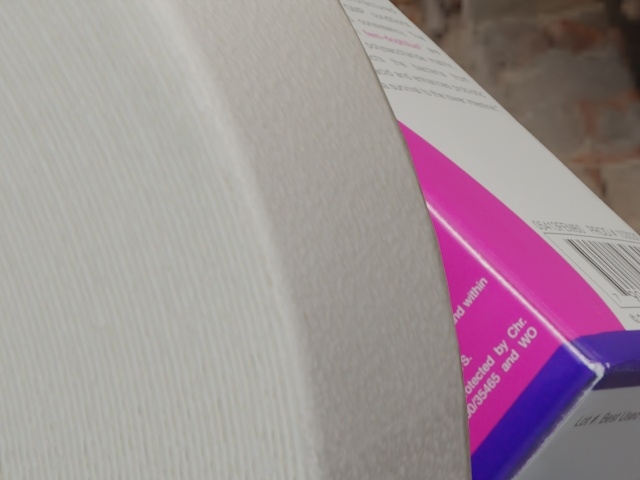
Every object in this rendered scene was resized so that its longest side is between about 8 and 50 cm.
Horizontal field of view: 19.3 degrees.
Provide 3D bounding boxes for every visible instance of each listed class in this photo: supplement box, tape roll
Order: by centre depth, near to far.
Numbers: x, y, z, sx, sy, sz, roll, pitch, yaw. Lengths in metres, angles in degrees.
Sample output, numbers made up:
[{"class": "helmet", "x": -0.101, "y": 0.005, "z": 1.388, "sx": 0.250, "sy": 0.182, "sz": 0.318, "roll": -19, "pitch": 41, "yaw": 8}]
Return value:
[{"class": "tape roll", "x": -0.151, "y": 0.049, "z": 0.457, "sx": 0.392, "sy": 0.072, "sz": 0.392, "roll": 4, "pitch": 99, "yaw": 28}, {"class": "supplement box", "x": 0.000, "y": 0.000, "z": 0.548, "sx": 0.220, "sy": 0.111, "sz": 0.114, "roll": 48, "pitch": 114, "yaw": 26}]
